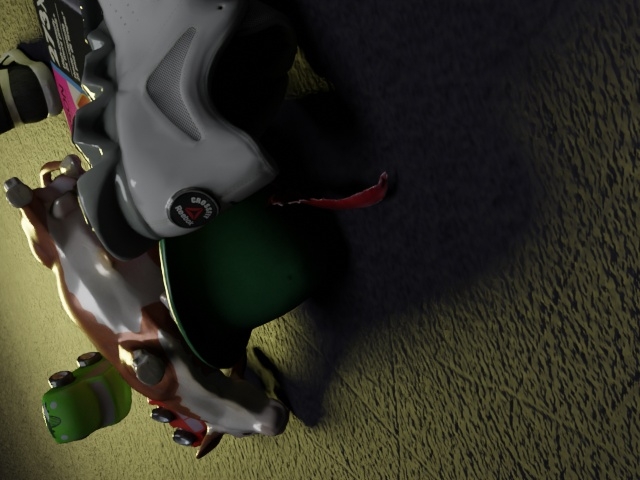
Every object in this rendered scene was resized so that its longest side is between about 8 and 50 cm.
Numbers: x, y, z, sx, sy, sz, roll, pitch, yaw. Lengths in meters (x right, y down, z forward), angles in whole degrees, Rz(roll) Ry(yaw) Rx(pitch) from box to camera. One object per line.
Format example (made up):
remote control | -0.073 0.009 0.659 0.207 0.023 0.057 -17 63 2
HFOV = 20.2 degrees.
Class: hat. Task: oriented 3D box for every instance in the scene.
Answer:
hat | 0.000 0.000 1.261 0.208 0.183 0.173 -62 -39 -60

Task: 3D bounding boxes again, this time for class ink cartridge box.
ink cartridge box | -0.172 -0.135 1.535 0.371 0.069 0.176 42 149 58

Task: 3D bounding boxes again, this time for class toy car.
toy car | -0.166 0.115 1.616 0.053 0.225 0.239 -4 110 30

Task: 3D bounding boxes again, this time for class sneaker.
sneaker | -0.364 -0.154 1.949 0.217 0.121 0.079 12 121 68
sneaker | -0.084 -0.142 1.223 0.122 0.146 0.330 52 -155 -51

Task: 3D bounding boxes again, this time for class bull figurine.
bull figurine | -0.150 0.054 1.501 0.310 0.101 0.188 48 170 9
